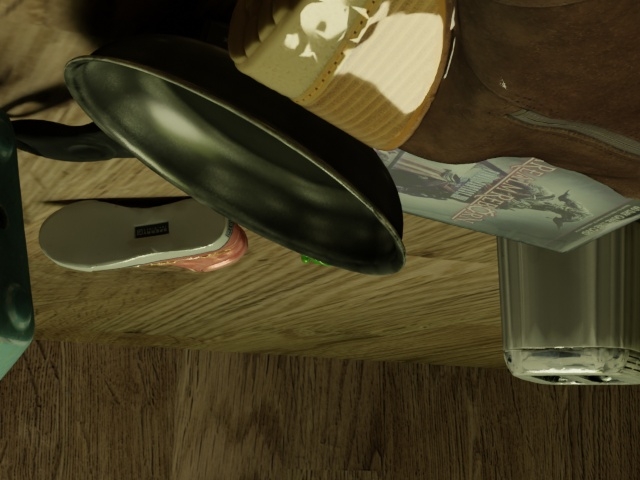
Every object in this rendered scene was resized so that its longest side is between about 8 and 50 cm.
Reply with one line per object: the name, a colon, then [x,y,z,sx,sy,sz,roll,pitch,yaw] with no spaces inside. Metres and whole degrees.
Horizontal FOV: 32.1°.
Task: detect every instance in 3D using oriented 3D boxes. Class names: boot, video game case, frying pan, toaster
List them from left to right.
frying pan: [-0.065,-0.042,0.628,0.197,0.053,0.326,34,166,-20]
video game case: [0.056,-0.051,0.664,0.274,0.026,0.196,15,167,-6]
toaster: [0.229,0.050,0.984,0.129,0.147,0.227,-4,168,23]
boot: [0.107,-0.087,0.366,0.206,0.090,0.248,13,159,-26]

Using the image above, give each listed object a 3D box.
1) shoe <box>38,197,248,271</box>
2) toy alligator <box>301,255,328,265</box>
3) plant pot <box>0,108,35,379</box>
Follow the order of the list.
shoe: [-0.155,0.002,0.997,0.177,0.064,0.081,-5,163,11]
toy alligator: [0.000,0.000,1.000,0.056,0.051,0.189,7,168,-25]
plant pot: [-0.308,0.004,0.621,0.252,0.247,0.248,-14,165,14]
